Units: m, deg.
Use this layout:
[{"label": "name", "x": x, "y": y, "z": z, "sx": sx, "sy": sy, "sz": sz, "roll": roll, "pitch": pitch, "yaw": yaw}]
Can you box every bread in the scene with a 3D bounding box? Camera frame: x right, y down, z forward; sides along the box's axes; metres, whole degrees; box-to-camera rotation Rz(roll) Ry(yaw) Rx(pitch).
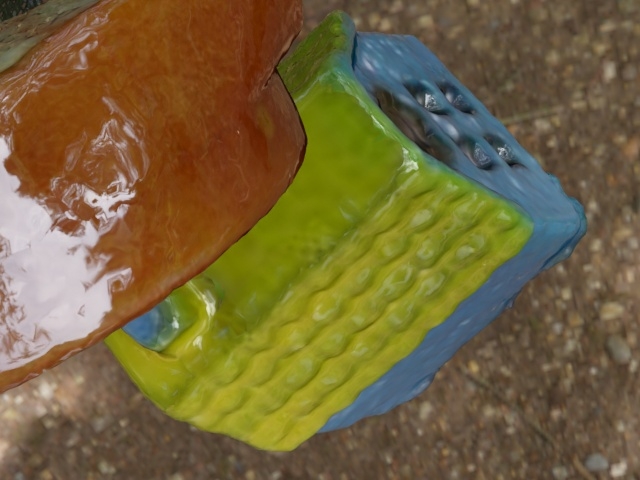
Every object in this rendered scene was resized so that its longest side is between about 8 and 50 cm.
[{"label": "bread", "x": -0.168, "y": -0.014, "z": 0.644, "sx": 0.295, "sy": 0.114, "sz": 0.327, "roll": -36, "pitch": 16, "yaw": -28}]

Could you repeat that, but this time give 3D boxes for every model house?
[{"label": "model house", "x": 0.000, "y": 0.000, "z": 0.951, "sx": 0.237, "sy": 0.303, "sz": 0.215, "roll": -44, "pitch": 79, "yaw": 18}]

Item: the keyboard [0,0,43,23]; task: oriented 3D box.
[{"label": "keyboard", "x": -0.235, "y": -0.194, "z": 1.124, "sx": 0.010, "sy": 0.064, "sz": 0.198, "roll": -4, "pitch": 58, "yaw": -37}]
